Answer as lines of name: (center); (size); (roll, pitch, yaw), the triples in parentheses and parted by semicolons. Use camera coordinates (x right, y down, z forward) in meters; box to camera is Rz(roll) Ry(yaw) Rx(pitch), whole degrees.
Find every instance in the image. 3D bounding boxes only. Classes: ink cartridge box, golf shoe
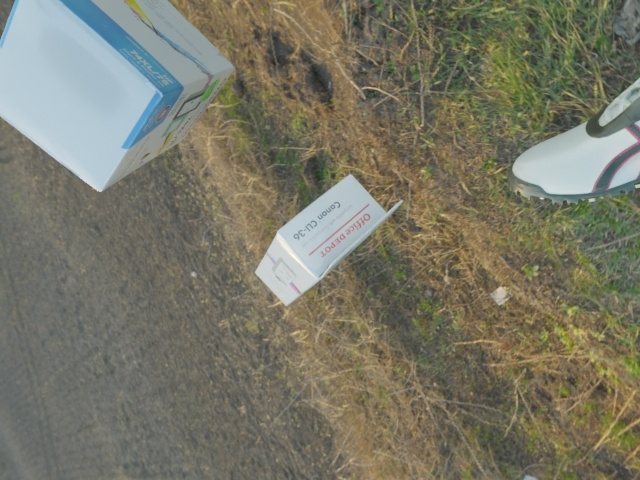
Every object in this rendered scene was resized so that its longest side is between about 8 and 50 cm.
ink cartridge box: (-0.305, -0.252, 0.636); (0.197, 0.270, 0.198); (41, 119, -14)
golf shoe: (0.313, -0.120, 0.382); (0.273, 0.105, 0.120); (-16, 124, 36)
ink cartridge box: (0.000, 0.000, 0.469); (0.067, 0.115, 0.198); (48, 154, 2)
